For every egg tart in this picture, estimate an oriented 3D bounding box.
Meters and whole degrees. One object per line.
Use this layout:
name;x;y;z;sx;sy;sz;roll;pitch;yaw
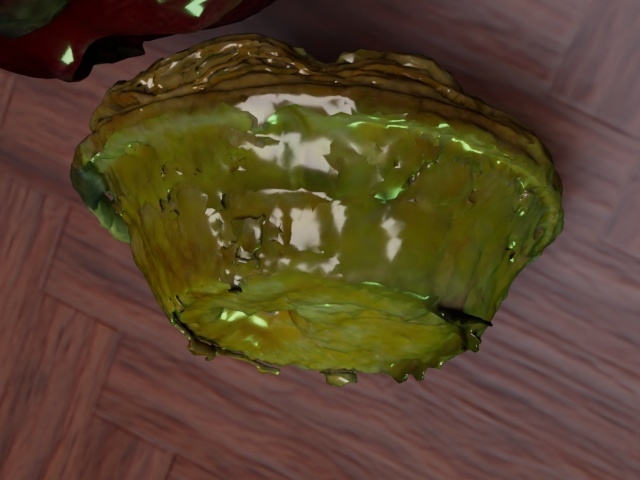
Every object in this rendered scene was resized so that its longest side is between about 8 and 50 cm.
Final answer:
egg tart;-0.001;0.001;0.518;0.212;0.212;0.090;0;66;16

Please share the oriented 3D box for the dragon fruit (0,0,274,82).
dragon fruit;-0.106;-0.211;0.439;0.329;0.329;0.329;4;103;15
